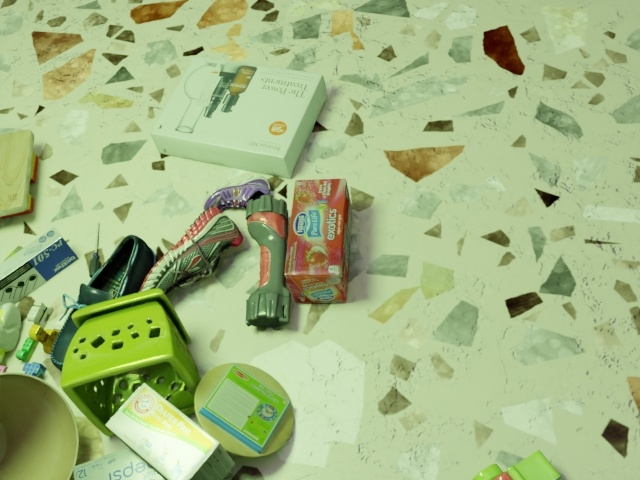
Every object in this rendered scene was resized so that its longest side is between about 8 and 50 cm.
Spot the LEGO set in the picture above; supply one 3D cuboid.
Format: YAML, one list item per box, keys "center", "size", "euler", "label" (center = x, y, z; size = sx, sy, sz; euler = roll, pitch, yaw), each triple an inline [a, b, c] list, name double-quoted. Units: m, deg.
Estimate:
- center: [-0.639, 0.231, 1.673]
  size: [0.087, 0.093, 0.227]
  euler: [9, 59, 16]
  label: "LEGO set"

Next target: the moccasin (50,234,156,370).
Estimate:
- center: [-0.503, 0.129, 1.700]
  size: [0.138, 0.116, 0.342]
  euler: [14, 60, 19]
  label: "moccasin"

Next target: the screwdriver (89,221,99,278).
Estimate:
- center: [-0.544, 0.019, 1.838]
  size: [0.024, 0.025, 0.169]
  euler: [-10, 56, 3]
  label: "screwdriver"

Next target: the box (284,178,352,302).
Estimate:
- center: [0.000, 0.000, 1.687]
  size: [0.123, 0.128, 0.256]
  euler: [-1, 57, 10]
  label: "box"

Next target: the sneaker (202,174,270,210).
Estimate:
- center: [-0.201, -0.103, 1.832]
  size: [0.170, 0.068, 0.071]
  euler: [-22, 62, -5]
  label: "sneaker"

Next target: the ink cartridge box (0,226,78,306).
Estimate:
- center: [-0.683, 0.066, 1.787]
  size: [0.207, 0.097, 0.046]
  euler: [-38, 58, -15]
  label: "ink cartridge box"

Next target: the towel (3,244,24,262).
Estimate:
- center: [-0.730, 0.051, 1.859]
  size: [0.083, 0.009, 0.060]
  euler: [28, 67, 26]
  label: "towel"

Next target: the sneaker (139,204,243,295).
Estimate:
- center: [-0.300, 0.058, 1.718]
  size: [0.112, 0.121, 0.299]
  euler: [41, 78, -2]
  label: "sneaker"

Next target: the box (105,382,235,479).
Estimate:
- center: [-0.274, 0.372, 1.389]
  size: [0.203, 0.114, 0.103]
  euler: [30, 65, 28]
  label: "box"

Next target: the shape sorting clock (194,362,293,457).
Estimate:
- center: [-0.150, 0.332, 1.500]
  size: [0.206, 0.040, 0.206]
  euler: [15, 47, -17]
  label: "shape sorting clock"

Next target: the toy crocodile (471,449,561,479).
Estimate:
- center: [0.269, 0.480, 1.334]
  size: [0.341, 0.105, 0.115]
  euler: [-27, 56, -9]
  label: "toy crocodile"

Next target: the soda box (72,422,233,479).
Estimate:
- center: [-0.322, 0.448, 1.472]
  size: [0.286, 0.091, 0.098]
  euler: [-20, 54, -3]
  label: "soda box"

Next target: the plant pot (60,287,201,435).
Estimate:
- center: [-0.376, 0.237, 1.548]
  size: [0.227, 0.228, 0.207]
  euler: [-16, 48, 0]
  label: "plant pot"

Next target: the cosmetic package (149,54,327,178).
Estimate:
- center: [-0.207, -0.325, 1.963]
  size: [0.377, 0.097, 0.284]
  euler: [12, 63, 18]
  label: "cosmetic package"

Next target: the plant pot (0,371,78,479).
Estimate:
- center: [-0.648, 0.402, 1.484]
  size: [0.191, 0.284, 0.284]
  euler: [-11, 47, 46]
  label: "plant pot"

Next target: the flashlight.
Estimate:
- center: [-0.124, 0.049, 1.700]
  size: [0.103, 0.103, 0.304]
  euler: [19, 56, -27]
  label: "flashlight"

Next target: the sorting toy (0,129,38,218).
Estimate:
- center: [-0.859, -0.140, 1.962]
  size: [0.256, 0.089, 0.257]
  euler: [-11, 56, 3]
  label: "sorting toy"

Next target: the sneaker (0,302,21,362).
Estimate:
- center: [-0.760, 0.245, 1.688]
  size: [0.126, 0.091, 0.240]
  euler: [3, 58, 13]
  label: "sneaker"
